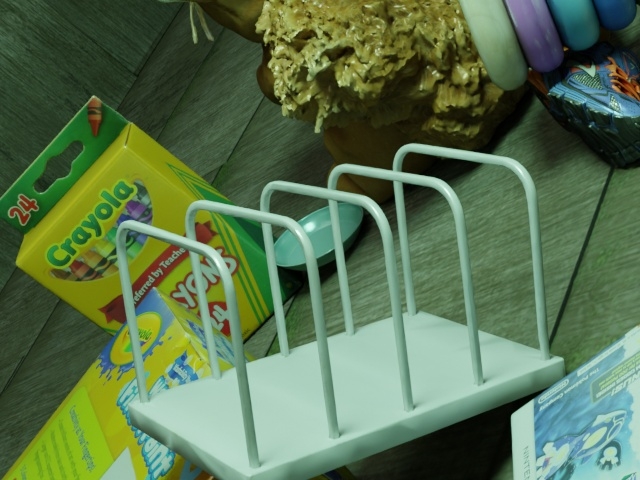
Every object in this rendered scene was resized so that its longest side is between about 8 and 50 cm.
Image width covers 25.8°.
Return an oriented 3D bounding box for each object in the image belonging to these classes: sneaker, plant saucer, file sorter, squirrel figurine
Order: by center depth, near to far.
[{"bbox_3d":[0.008,0.044,1.042,0.278,0.173,0.193,-16,17,-29],"label":"file sorter"},{"bbox_3d":[0.248,-0.136,1.233,0.087,0.083,0.221,-42,23,6],"label":"sneaker"},{"bbox_3d":[0.018,-0.239,1.488,0.281,0.370,0.397,-52,19,-2],"label":"squirrel figurine"},{"bbox_3d":[0.000,0.000,1.588,0.119,0.021,0.119,-25,24,12],"label":"plant saucer"}]

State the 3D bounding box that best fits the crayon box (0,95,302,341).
[{"bbox_3d":[-0.204,0.010,1.620,0.202,0.318,0.081,-45,20,18],"label":"crayon box"}]

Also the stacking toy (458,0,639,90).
[{"bbox_3d":[0.283,-0.250,1.206,0.330,0.141,0.141,-20,27,11],"label":"stacking toy"}]

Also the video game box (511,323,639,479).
[{"bbox_3d":[0.209,0.131,0.884,0.205,0.048,0.187,-41,24,27],"label":"video game box"}]

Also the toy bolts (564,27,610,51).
[{"bbox_3d":[0.297,-0.290,1.396,0.228,0.158,0.218,-127,36,-61],"label":"toy bolts"}]

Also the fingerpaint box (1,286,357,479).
[{"bbox_3d":[-0.167,0.280,1.282,0.371,0.163,0.445,-52,21,-1],"label":"fingerpaint box"}]
